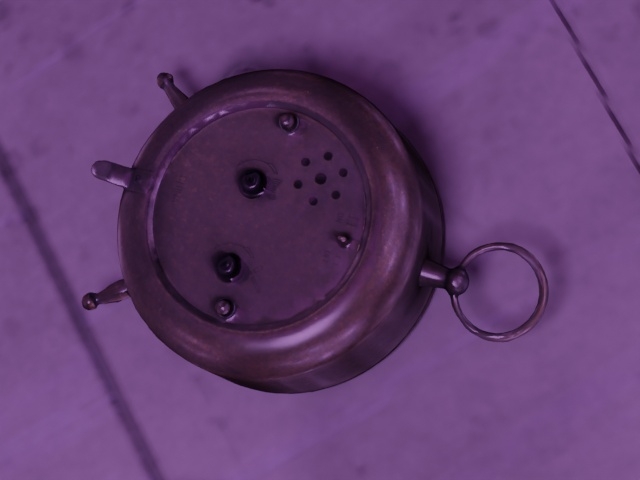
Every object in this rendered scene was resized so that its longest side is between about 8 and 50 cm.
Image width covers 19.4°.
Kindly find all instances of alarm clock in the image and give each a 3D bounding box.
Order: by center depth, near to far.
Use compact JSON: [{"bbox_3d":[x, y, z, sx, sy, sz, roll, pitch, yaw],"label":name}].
[{"bbox_3d":[0.000,0.000,0.761,0.192,0.064,0.129,15,82,15],"label":"alarm clock"}]
